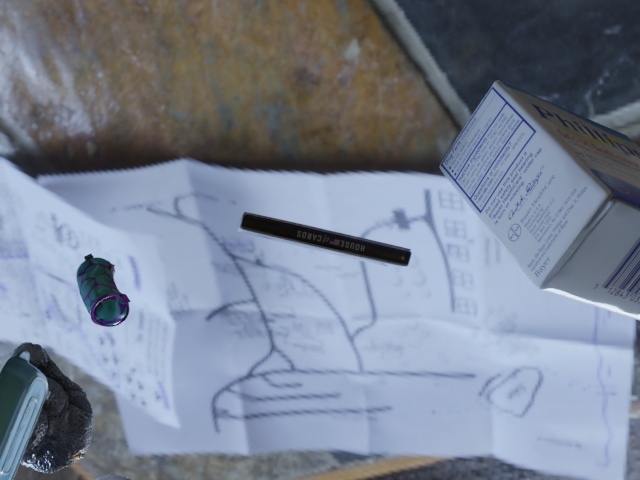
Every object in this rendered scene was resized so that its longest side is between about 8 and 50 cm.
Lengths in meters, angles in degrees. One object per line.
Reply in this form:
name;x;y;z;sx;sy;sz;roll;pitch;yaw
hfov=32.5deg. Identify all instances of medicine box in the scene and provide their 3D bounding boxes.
medicine box;0.343;-0.046;1.419;0.263;0.289;0.149;16;118;-33

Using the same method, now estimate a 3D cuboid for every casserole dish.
casserole dish;-0.360;0.219;1.261;0.037;0.188;0.114;17;166;4

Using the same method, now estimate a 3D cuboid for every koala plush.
koala plush;-0.474;0.283;1.741;0.203;0.196;0.221;35;176;7

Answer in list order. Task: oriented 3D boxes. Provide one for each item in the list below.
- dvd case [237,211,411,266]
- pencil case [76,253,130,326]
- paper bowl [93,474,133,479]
dvd case;0.000;0.000;1.583;0.238;0.030;0.179;14;178;-5
pencil case;-0.356;0.082;1.792;0.070;0.152;0.064;-34;123;-4
paper bowl;-0.349;0.528;1.737;0.284;0.284;0.148;-22;124;32
